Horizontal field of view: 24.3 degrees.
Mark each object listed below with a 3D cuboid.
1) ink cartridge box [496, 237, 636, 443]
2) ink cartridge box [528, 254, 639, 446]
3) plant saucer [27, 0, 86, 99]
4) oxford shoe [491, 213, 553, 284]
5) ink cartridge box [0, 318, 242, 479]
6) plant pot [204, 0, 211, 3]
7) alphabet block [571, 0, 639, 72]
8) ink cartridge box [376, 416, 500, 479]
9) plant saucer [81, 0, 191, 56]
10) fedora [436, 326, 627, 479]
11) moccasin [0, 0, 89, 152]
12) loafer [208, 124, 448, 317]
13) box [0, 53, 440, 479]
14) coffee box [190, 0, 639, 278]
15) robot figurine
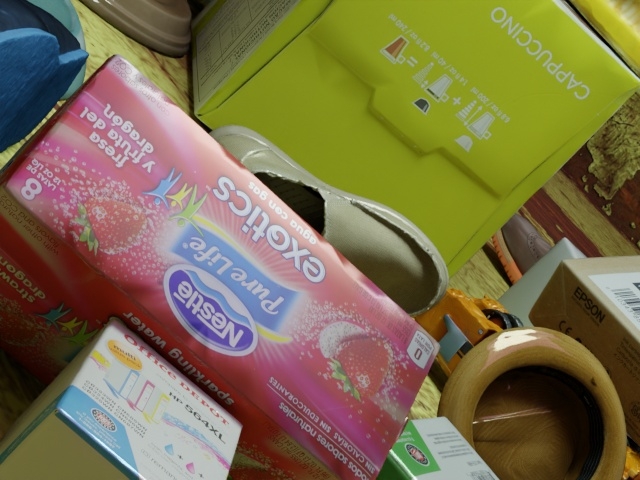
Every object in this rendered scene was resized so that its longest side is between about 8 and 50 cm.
[{"bbox_3d":[0.369,0.172,1.762,0.307,0.129,0.223,40,15,-19],"label":"ink cartridge box"},{"bbox_3d":[0.356,0.118,1.499,0.193,0.088,0.235,-3,41,-38],"label":"ink cartridge box"},{"bbox_3d":[-0.314,-0.243,1.250,0.317,0.044,0.317,40,14,-12],"label":"plant saucer"},{"bbox_3d":[0.369,0.076,2.026,0.364,0.133,0.130,52,17,28],"label":"oxford shoe"},{"bbox_3d":[-0.105,0.111,0.722,0.092,0.090,0.143,42,15,-8],"label":"ink cartridge box"},{"bbox_3d":[-0.106,-0.389,1.867,0.293,0.196,0.293,36,5,-4],"label":"plant pot"},{"bbox_3d":[0.357,-0.306,1.595,0.192,0.193,0.197,47,13,6],"label":"alphabet block"},{"bbox_3d":[0.095,0.220,0.965,0.208,0.087,0.153,49,15,21],"label":"ink cartridge box"},{"bbox_3d":[-0.242,-0.311,1.641,0.278,0.041,0.278,42,14,-13],"label":"plant saucer"},{"bbox_3d":[0.169,0.167,1.274,0.194,0.194,0.079,40,-25,-15],"label":"fedora"},{"bbox_3d":[-0.243,-0.112,0.957,0.117,0.138,0.342,38,1,-5],"label":"moccasin"},{"bbox_3d":[0.000,0.000,1.324,0.268,0.102,0.092,29,20,-17],"label":"loafer"},{"bbox_3d":[-0.077,0.041,0.837,0.257,0.128,0.123,42,49,-13],"label":"box"},{"bbox_3d":[0.089,-0.208,1.645,0.337,0.338,0.334,39,15,-21],"label":"coffee box"},{"bbox_3d":[0.213,0.165,1.447,0.291,0.085,0.211,50,16,25],"label":"robot figurine"}]
